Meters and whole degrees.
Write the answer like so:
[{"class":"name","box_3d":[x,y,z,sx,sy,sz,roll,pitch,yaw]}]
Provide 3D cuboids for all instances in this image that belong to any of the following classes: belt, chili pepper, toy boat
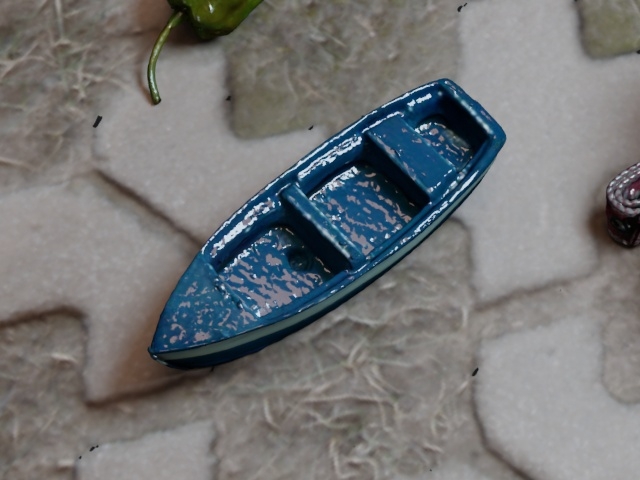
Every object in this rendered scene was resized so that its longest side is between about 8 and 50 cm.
[{"class":"belt","box_3d":[0.284,-0.088,1.392,0.071,0.053,0.232,33,66,9]},{"class":"chili pepper","box_3d":[-0.064,-0.196,1.411,0.204,0.072,0.073,-37,73,-20]},{"class":"toy boat","box_3d":[0.000,0.000,1.324,0.299,0.062,0.096,-37,72,-20]}]
